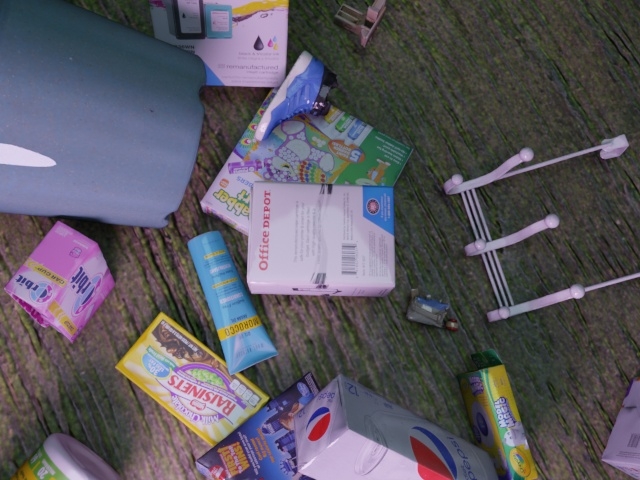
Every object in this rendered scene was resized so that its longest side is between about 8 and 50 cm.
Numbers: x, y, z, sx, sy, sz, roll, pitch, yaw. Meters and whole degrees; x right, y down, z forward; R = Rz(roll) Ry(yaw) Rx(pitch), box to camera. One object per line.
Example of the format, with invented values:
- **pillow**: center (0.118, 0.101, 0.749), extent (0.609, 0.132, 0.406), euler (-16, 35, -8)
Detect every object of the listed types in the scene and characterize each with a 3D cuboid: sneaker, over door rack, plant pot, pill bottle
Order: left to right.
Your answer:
- **pill bottle**: center (-0.374, 0.384, 0.838), extent (0.136, 0.136, 0.246), euler (39, 76, 6)
- **plant pot**: center (-0.346, -0.170, 0.873), extent (0.334, 0.341, 0.341), euler (11, 73, -25)
- **sneaker**: center (-0.032, -0.203, 1.008), extent (0.084, 0.058, 0.152), euler (33, 88, -11)
- **over door rack**: center (0.381, -0.029, 1.027), extent (0.324, 0.108, 0.240), euler (-14, 78, -8)

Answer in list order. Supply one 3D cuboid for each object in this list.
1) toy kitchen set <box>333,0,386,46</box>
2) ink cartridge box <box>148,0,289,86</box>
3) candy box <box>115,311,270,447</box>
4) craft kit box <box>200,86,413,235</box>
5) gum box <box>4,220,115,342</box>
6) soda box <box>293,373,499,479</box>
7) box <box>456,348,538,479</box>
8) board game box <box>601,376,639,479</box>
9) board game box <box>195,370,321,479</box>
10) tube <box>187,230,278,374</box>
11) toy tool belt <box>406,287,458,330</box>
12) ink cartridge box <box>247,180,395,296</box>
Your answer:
- **toy kitchen set**: center (0.058, -0.369, 1.100), extent (0.075, 0.083, 0.068), euler (28, 74, 3)
- **ink cartridge box**: center (-0.144, -0.393, 0.971), extent (0.198, 0.270, 0.197), euler (0, 57, -4)
- **candy box**: center (-0.184, 0.206, 0.958), extent (0.205, 0.027, 0.105), euler (37, 78, 5)
- **craft kit box**: center (-0.019, -0.095, 1.039), extent (0.249, 0.061, 0.247), euler (28, 77, 3)
- **gum box**: center (-0.347, 0.064, 0.903), extent (0.062, 0.188, 0.107), euler (30, 67, 3)
- **soda box**: center (0.106, 0.285, 0.850), extent (0.286, 0.091, 0.098), euler (33, 115, -25)
- **box**: center (0.246, 0.248, 0.943), extent (0.043, 0.105, 0.179), euler (-10, 76, -10)
- **board game box**: center (0.577, 0.316, 0.932), extent (0.275, 0.144, 0.142), euler (29, 74, 3)
- **board game box**: center (-0.057, 0.305, 0.888), extent (0.194, 0.060, 0.194), euler (-21, 62, -18)
- **tube**: center (-0.137, 0.089, 0.984), extent (0.080, 0.052, 0.207), euler (-20, 80, -23)
- **toy tool belt**: center (0.173, 0.104, 1.003), extent (0.083, 0.052, 0.051), euler (14, 83, -2)
- **ink cartridge box**: center (0.000, 0.000, 0.943), extent (0.203, 0.086, 0.148), euler (2, 75, -3)
